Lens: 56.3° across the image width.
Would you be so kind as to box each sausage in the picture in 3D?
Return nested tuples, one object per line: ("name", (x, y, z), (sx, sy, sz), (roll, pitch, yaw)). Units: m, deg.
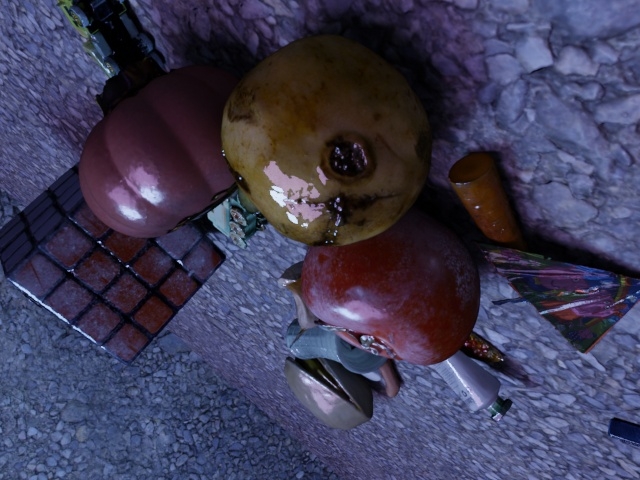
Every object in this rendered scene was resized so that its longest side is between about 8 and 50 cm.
("sausage", (0.167, 0.332, 1.482), (0.043, 0.043, 0.186), (18, 147, 35))

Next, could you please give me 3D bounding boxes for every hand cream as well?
("hand cream", (0.224, 0.211, 1.157), (0.336, 0.076, 0.121), (43, 160, 14))

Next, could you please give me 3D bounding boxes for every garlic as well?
("garlic", (-0.025, 0.129, 1.270), (0.090, 0.128, 0.198), (40, 144, 40))

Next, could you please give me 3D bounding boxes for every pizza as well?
("pizza", (0.287, 0.210, 1.148), (0.100, 0.029, 0.099), (39, 155, -1))

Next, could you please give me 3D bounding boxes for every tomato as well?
("tomato", (0.106, 0.057, 0.893), (0.270, 0.227, 0.270), (24, 167, 6))

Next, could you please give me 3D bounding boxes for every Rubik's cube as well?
("Rubik's cube", (-0.491, 0.019, 1.388), (0.344, 0.344, 0.337), (52, 165, -32))

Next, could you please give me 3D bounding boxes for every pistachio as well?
("pistachio", (0.026, 0.401, 1.626), (0.288, 0.166, 0.197), (43, 168, -13))

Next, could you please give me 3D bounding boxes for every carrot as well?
("carrot", (0.239, -0.024, 0.798), (0.061, 0.061, 0.210), (6, 144, 47))

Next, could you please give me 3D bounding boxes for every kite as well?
("kite", (0.351, 0.077, 0.834), (0.321, 0.016, 0.234), (39, 144, -28))

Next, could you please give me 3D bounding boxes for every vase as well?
("vase", (0.027, 0.229, 1.390), (0.143, 0.143, 0.299), (44, 156, -14))

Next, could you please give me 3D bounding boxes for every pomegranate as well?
("pomegranate", (0.007, -0.118, 0.733), (0.260, 0.260, 0.260), (29, 153, 16))

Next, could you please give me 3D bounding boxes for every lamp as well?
("lamp", (-0.229, -0.149, 0.906), (0.239, 0.305, 0.305), (53, 152, -7))

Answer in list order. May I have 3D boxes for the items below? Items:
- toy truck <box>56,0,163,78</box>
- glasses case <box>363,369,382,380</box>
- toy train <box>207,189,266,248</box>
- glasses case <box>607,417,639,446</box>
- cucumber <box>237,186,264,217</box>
("toy truck", (-0.352, -0.338, 0.988), (0.116, 0.085, 0.191), (27, 156, 37))
("glasses case", (0.091, 0.303, 1.531), (0.164, 0.041, 0.063), (38, 153, 0))
("toy train", (-0.175, -0.064, 1.224), (0.125, 0.081, 0.194), (37, 156, 10))
("glasses case", (0.541, 0.336, 1.032), (0.083, 0.033, 0.023), (8, 153, 46))
("cucumber", (-0.041, -0.058, 0.974), (0.067, 0.067, 0.293), (27, -174, 21))
